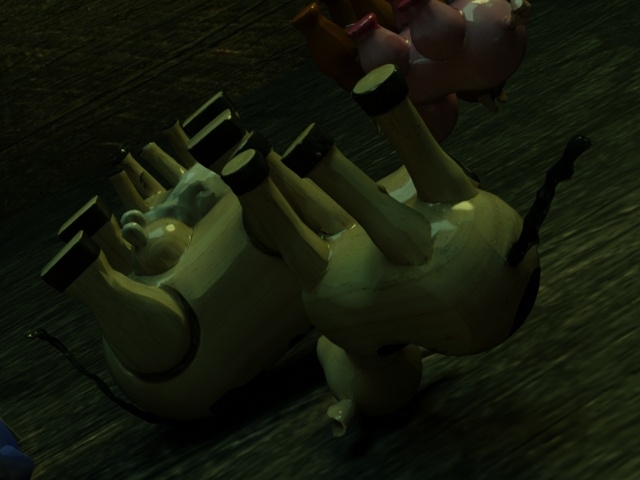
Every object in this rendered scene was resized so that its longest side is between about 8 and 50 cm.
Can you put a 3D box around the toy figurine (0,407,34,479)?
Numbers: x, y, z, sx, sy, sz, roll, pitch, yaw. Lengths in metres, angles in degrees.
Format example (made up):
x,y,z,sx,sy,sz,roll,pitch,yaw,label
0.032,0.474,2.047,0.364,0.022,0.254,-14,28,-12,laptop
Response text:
x,y,z,sx,sy,sz,roll,pitch,yaw,label
-0.245,0.096,0.550,0.362,0.191,0.217,-36,-8,29,toy figurine

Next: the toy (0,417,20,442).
x,y,z,sx,sy,sz,roll,pitch,yaw,label
-0.291,0.075,0.628,0.136,0.237,0.056,-17,58,-2,toy

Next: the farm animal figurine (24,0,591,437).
x,y,z,sx,sy,sz,roll,pitch,yaw,label
0.000,0.000,0.555,0.326,0.172,0.330,-34,19,22,farm animal figurine
